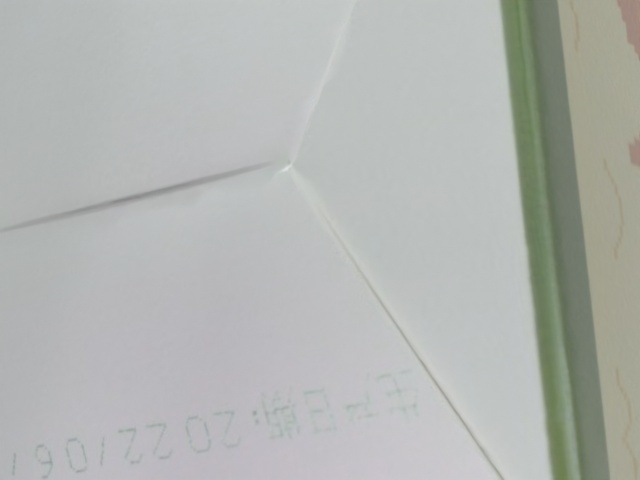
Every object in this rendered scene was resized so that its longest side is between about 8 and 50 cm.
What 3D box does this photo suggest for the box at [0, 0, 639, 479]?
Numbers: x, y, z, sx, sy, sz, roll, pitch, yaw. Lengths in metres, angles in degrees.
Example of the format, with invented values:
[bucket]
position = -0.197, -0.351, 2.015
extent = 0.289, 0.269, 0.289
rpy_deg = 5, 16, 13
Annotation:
[box]
position = 0.000, 0.000, 0.425
extent = 0.195, 0.178, 0.148
rpy_deg = -13, -13, 32
